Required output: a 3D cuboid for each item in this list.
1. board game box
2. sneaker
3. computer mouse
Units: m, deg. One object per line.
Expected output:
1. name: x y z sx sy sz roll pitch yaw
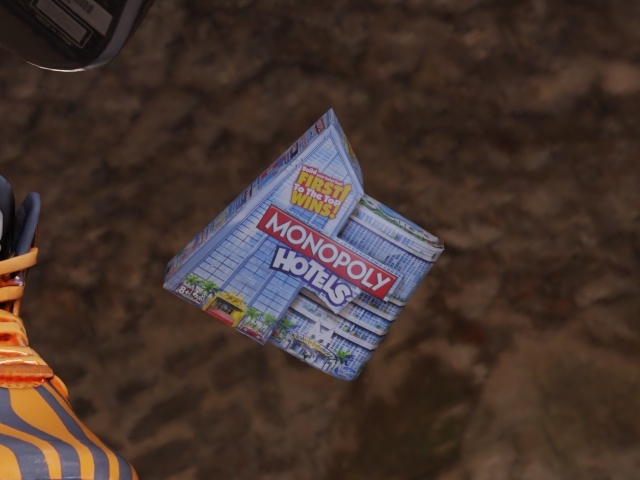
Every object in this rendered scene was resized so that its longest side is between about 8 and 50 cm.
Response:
1. board game box: 0.000 0.000 1.508 0.194 0.194 0.060 -57 11 16
2. sneaker: -0.173 0.050 0.841 0.124 0.180 0.321 14 -7 -33
3. computer mouse: -0.114 -0.192 1.026 0.272 0.188 0.072 -36 15 49
